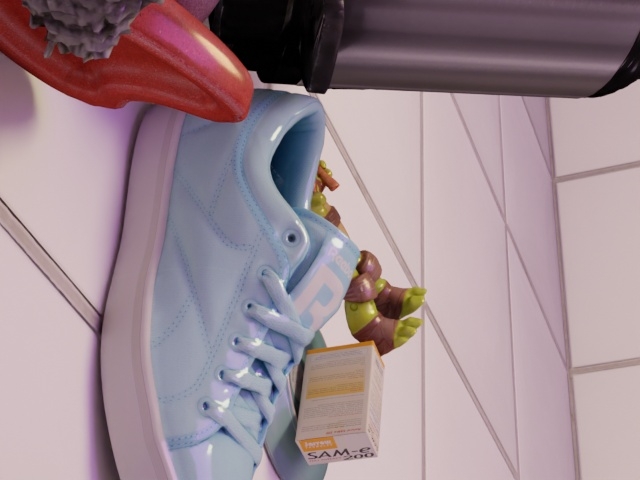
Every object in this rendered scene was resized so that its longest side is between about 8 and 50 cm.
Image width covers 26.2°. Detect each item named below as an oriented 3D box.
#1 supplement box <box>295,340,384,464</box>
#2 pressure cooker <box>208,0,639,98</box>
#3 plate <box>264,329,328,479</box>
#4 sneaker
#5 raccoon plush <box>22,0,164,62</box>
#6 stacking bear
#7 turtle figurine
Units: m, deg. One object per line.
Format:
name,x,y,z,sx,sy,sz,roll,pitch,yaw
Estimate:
supplement box,0.018,0.135,1.146,0.098,0.062,0.036,-82,156,-44
pressure cooker,0.054,-0.300,1.067,0.370,0.420,0.375,-133,-135,-76
plate,-0.016,0.127,1.192,0.188,0.024,0.188,-10,90,-73
sneaker,-0.051,0.043,0.922,0.135,0.150,0.366,49,34,-56
raccoon plush,-0.177,-0.237,0.464,0.216,0.446,0.299,159,-64,-72
stacking bear,-0.084,-0.235,0.784,0.164,0.175,0.289,36,72,-45
turtle figurine,0.000,0.000,1.190,0.217,0.087,0.269,52,6,-10
